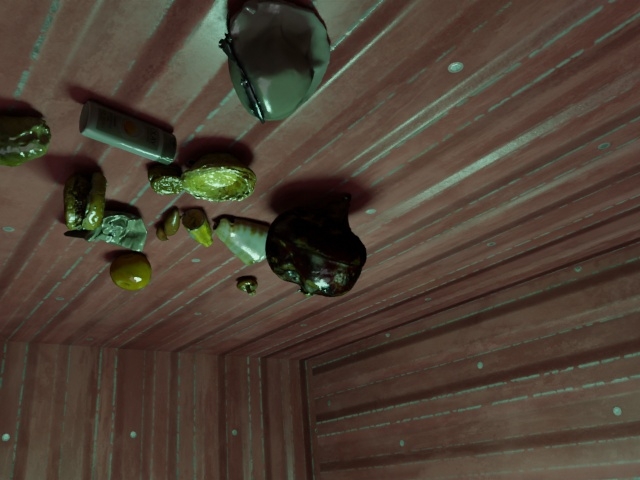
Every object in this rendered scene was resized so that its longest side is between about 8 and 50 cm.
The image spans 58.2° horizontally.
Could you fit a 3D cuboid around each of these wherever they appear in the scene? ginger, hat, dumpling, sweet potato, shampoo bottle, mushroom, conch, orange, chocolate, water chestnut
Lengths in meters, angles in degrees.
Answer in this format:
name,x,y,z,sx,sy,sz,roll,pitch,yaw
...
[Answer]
name,x,y,z,sx,sy,sz,roll,pitch,yaw
ginger,-0.767,-0.231,1.340,0.263,0.109,0.116,-1,159,-7
hat,-0.692,-0.047,1.855,0.245,0.149,0.214,24,-177,33
dumpling,-0.084,-0.345,1.161,0.205,0.163,0.293,-3,146,6
sweet potato,-0.500,-0.045,1.903,0.055,0.058,0.202,11,150,-29
shampoo bottle,-0.456,-0.255,1.379,0.056,0.086,0.228,-23,151,39
mushroom,-0.305,0.196,2.483,0.088,0.072,0.130,34,172,-37
conch,-0.262,0.013,2.000,0.158,0.127,0.255,-24,150,39
orange,-0.709,0.114,2.160,0.155,0.134,0.154,5,137,5
chocolate,-0.401,-0.030,1.939,0.086,0.085,0.219,-6,159,2
water chestnut,0.000,0.000,1.853,0.335,0.335,0.346,18,107,-43

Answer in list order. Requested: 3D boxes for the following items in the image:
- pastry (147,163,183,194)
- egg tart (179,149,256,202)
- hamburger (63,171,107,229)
name,x,y,z,sx,sy,sz,roll,pitch,yaw
pastry,-0.433,-0.173,1.622,0.109,0.057,0.097,8,148,-34
egg tart,-0.281,-0.178,1.595,0.213,0.090,0.212,-4,155,-2
hamburger,-0.649,-0.105,1.600,0.114,0.177,0.185,-4,131,-20
